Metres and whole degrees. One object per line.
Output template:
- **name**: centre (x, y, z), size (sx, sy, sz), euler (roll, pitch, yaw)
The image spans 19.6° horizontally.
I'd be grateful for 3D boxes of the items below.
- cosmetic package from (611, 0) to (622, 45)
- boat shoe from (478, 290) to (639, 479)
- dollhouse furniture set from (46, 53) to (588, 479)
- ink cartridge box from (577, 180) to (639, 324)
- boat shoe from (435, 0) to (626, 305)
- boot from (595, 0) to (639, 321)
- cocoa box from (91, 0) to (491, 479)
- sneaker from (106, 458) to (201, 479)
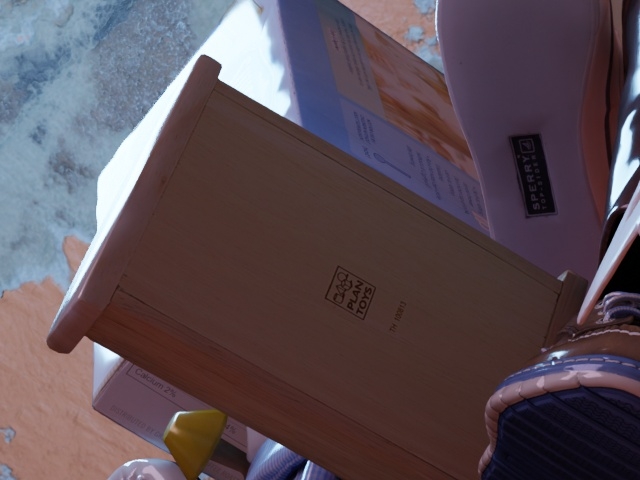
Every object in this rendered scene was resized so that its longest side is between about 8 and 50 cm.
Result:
- **cosmetic package**: centre (0.202, -0.083, 1.512), size (0.309, 0.113, 0.160), euler (-57, -3, -10)
- **boat shoe**: centre (0.094, 0.051, 0.616), size (0.066, 0.066, 0.183), euler (-56, -3, -16)
- **dollhouse furniture set**: centre (-0.063, 0.123, 0.843), size (0.303, 0.198, 0.286), euler (-48, 16, 52)
- **ink cartridge box**: centre (0.150, -0.052, 0.480), size (0.115, 0.067, 0.198), euler (-55, -3, -47)
- **boat shoe**: centre (0.123, -0.076, 1.000), size (0.084, 0.095, 0.258), euler (-43, -48, -56)
- **boot**: centre (0.156, -0.046, 0.844), size (0.248, 0.090, 0.207), euler (89, -156, -67)
- **cocoa box**: centre (0.000, 0.000, 1.268), size (0.228, 0.231, 0.347), euler (-51, 20, 18)
- **sneaker**: centre (-0.101, 0.280, 1.202), size (0.127, 0.126, 0.321), euler (1, -63, -34)
